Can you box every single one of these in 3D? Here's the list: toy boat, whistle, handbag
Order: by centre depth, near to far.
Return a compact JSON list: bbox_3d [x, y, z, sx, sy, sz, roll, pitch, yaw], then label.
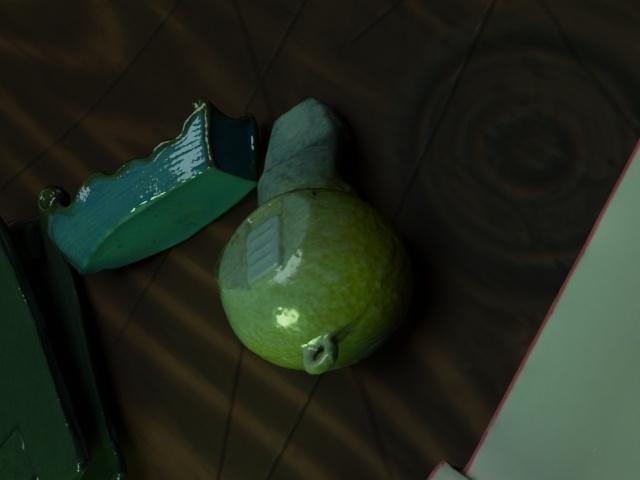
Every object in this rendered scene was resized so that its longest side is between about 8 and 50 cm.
[{"bbox_3d":[0.000,0.000,1.161,0.123,0.123,0.223,-33,37,26],"label":"whistle"},{"bbox_3d":[-0.124,-0.040,1.271,0.185,0.075,0.077,-33,61,31],"label":"toy boat"},{"bbox_3d":[-0.263,0.131,1.329,0.247,0.079,0.260,-39,57,24],"label":"handbag"}]

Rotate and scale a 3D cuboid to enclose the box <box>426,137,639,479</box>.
[{"bbox_3d":[0.265,0.127,0.759,0.312,0.314,0.300,28,91,40],"label":"box"}]
